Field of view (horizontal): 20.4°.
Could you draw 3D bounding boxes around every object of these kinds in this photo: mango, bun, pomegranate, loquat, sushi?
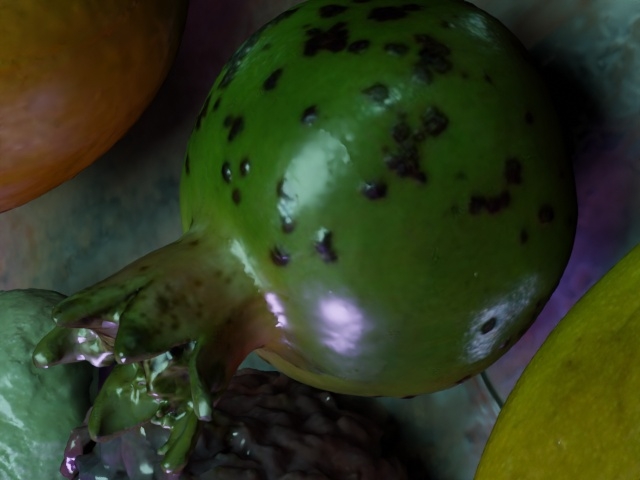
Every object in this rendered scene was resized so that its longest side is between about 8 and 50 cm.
[{"bbox_3d":[0.160,0.126,0.890,0.176,0.119,0.317,30,106,45],"label":"mango"},{"bbox_3d":[-0.215,0.126,1.182,0.195,0.118,0.195,-169,90,-75],"label":"bun"},{"bbox_3d":[0.011,-0.010,0.910,0.231,0.286,0.231,16,121,28],"label":"pomegranate"},{"bbox_3d":[-0.240,-0.172,1.111,0.328,0.328,0.328,1,92,41],"label":"loquat"},{"bbox_3d":[-0.069,0.216,1.060,0.236,0.171,0.270,19,109,39],"label":"sushi"}]
